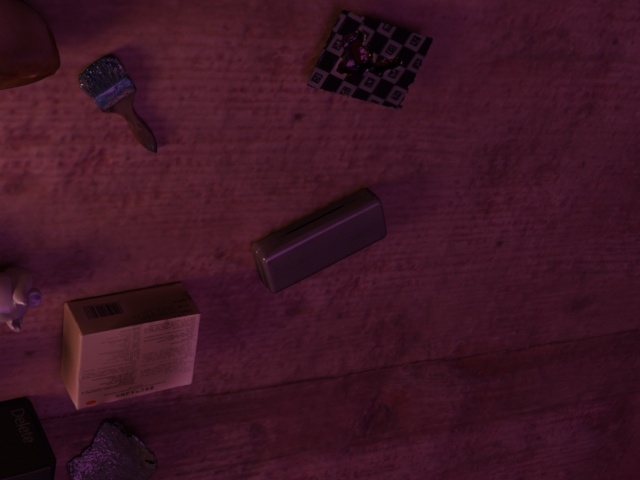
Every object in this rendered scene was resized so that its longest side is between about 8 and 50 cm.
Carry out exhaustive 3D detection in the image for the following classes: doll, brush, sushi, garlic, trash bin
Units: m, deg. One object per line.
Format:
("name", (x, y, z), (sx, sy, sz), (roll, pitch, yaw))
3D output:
("doll", (-0.592, 0.076, 1.663), (0.384, 0.099, 0.188), (7, 120, -31))
("brush", (-0.289, -0.193, 1.702), (0.070, 0.021, 0.196), (-35, 137, -3))
("sushi", (0.079, -0.297, 1.867), (0.201, 0.031, 0.139), (10, 118, -36))
("garlic", (-0.501, -0.200, 1.473), (0.338, 0.151, 0.196), (-30, 148, -9))
("trash bin", (-0.521, 0.408, 1.922), (0.115, 0.165, 0.226), (-12, 132, -28))

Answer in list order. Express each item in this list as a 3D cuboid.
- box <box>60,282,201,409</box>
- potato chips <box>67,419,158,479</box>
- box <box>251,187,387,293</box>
("box", (-0.320, 0.177, 1.923), (0.212, 0.095, 0.168), (-9, 127, -28))
("potato chips", (-0.389, 0.436, 2.111), (0.167, 0.059, 0.228), (29, 110, -38))
("box", (0.000, 0.000, 2.031), (0.243, 0.055, 0.103), (-27, 134, -15))
